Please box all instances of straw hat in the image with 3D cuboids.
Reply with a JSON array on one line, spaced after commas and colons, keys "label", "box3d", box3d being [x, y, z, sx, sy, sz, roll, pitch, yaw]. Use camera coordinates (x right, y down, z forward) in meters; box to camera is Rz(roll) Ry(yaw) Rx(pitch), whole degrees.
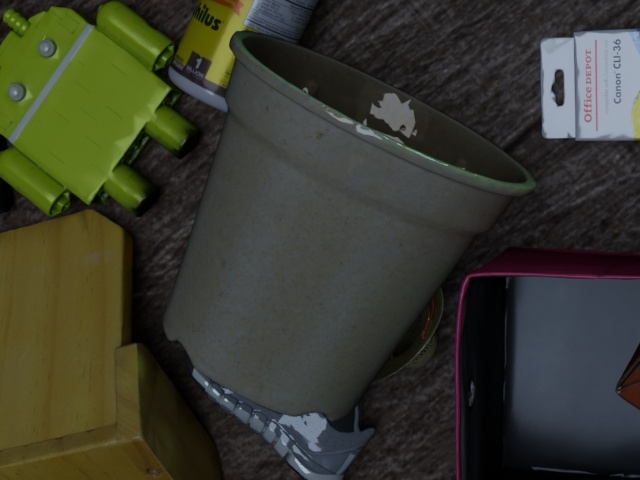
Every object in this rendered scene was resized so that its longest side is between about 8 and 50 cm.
[{"label": "straw hat", "box3d": [0.092, 0.109, 1.580, 0.144, 0.144, 0.061, -39, 126, 15]}]

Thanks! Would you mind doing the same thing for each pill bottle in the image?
[{"label": "pill bottle", "box3d": [-0.072, -0.248, 1.568, 0.117, 0.117, 0.215, 28, 101, 11]}]

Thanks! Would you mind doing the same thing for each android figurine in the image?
[{"label": "android figurine", "box3d": [-0.275, -0.156, 1.657, 0.273, 0.056, 0.248, 40, 99, 9]}]

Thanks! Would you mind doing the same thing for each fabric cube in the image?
[{"label": "fabric cube", "box3d": [0.281, 0.144, 1.433, 0.259, 0.258, 0.254, 2, 96, 15]}]

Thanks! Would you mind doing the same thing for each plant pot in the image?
[{"label": "plant pot", "box3d": [0.000, 0.000, 1.464, 0.334, 0.334, 0.305, 29, 104, 11]}]

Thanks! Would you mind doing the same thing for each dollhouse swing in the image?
[{"label": "dollhouse swing", "box3d": [-0.312, 0.195, 1.703, 0.346, 0.305, 0.315, -15, 132, 16]}]

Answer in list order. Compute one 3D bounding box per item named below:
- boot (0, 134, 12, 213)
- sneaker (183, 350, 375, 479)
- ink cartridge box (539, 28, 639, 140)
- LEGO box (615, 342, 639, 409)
[{"label": "boot", "box3d": [-0.419, -0.079, 1.719, 0.099, 0.045, 0.121, -6, 91, 22]}, {"label": "sneaker", "box3d": [-0.033, 0.160, 1.619, 0.228, 0.086, 0.132, 41, 99, -2]}, {"label": "ink cartridge box", "box3d": [0.322, -0.159, 1.493, 0.198, 0.067, 0.115, -1, 95, 16]}, {"label": "LEGO box", "box3d": [0.528, 0.016, 1.216, 0.372, 0.500, 0.193, 34, 141, 7]}]
